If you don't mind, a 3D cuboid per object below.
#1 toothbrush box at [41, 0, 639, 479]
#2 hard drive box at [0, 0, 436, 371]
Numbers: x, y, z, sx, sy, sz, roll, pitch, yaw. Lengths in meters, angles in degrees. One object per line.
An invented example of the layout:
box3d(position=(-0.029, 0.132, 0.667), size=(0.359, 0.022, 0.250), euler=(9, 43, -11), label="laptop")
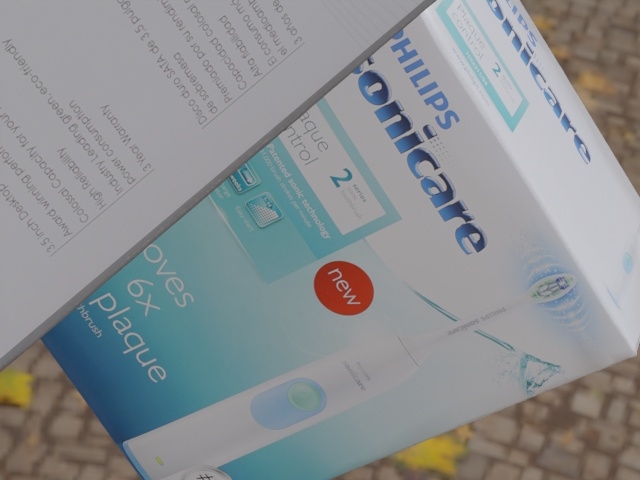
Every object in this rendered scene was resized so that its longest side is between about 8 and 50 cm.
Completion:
box3d(position=(0.000, 0.000, 0.956), size=(0.295, 0.216, 0.126), euler=(-25, 16, 28), label="toothbrush box")
box3d(position=(-0.088, -0.087, 0.484), size=(0.232, 0.181, 0.089), euler=(-41, 41, -8), label="hard drive box")
